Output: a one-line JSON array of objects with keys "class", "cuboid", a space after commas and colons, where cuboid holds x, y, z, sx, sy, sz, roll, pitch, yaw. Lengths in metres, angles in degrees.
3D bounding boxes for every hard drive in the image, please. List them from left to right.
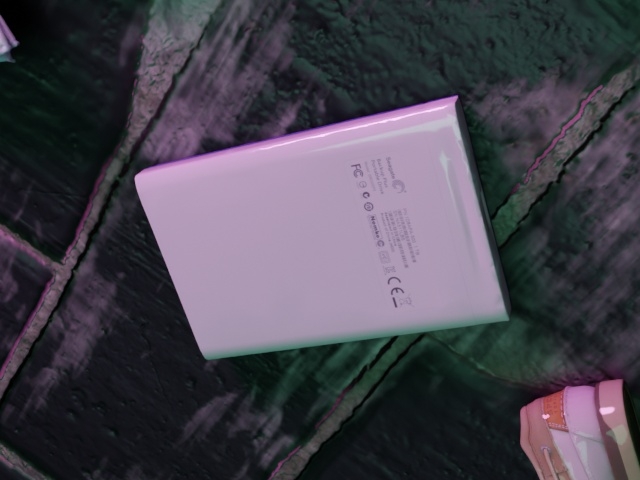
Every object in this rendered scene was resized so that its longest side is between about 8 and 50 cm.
[{"class": "hard drive", "cuboid": [0.000, 0.000, 0.807, 0.319, 0.040, 0.210, -10, 111, 22]}]

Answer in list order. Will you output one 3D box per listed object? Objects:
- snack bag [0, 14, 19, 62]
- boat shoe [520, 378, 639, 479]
[{"class": "snack bag", "cuboid": [-0.457, -0.283, 0.776, 0.323, 0.037, 0.342, -9, 115, 37]}, {"class": "boat shoe", "cuboid": [0.275, 0.278, 0.819, 0.103, 0.113, 0.302, -12, 100, 24]}]
